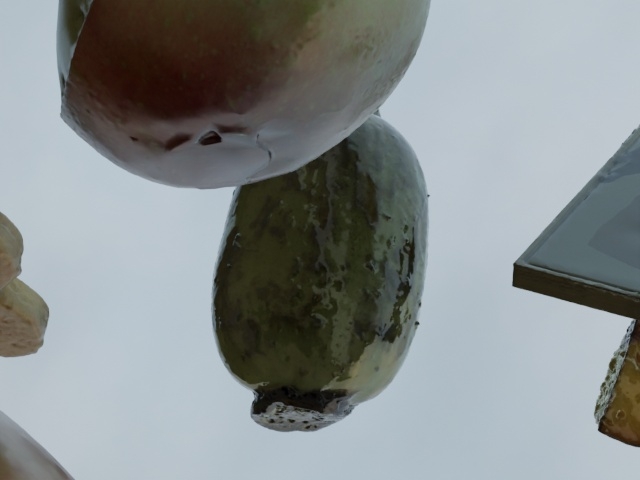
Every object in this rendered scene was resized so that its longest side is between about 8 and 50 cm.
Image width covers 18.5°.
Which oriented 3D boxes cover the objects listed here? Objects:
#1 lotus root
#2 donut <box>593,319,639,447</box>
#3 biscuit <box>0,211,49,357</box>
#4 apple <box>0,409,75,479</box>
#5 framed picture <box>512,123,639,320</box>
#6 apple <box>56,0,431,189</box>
[{"bbox_3d":[0.000,0.000,1.619,0.173,0.173,0.309,-15,-121,42],"label":"lotus root"},{"bbox_3d":[0.325,0.054,1.599,0.112,0.151,0.295,141,-27,-75],"label":"donut"},{"bbox_3d":[-0.274,0.012,1.104,0.158,0.240,0.035,93,3,-55],"label":"biscuit"},{"bbox_3d":[-0.250,0.225,0.848,0.346,0.391,0.391,-38,-111,54],"label":"apple"},{"bbox_3d":[0.168,0.005,0.512,0.201,0.136,0.010,15,-59,24],"label":"framed picture"},{"bbox_3d":[-0.039,-0.116,0.988,0.174,0.207,0.188,37,-33,18],"label":"apple"}]
